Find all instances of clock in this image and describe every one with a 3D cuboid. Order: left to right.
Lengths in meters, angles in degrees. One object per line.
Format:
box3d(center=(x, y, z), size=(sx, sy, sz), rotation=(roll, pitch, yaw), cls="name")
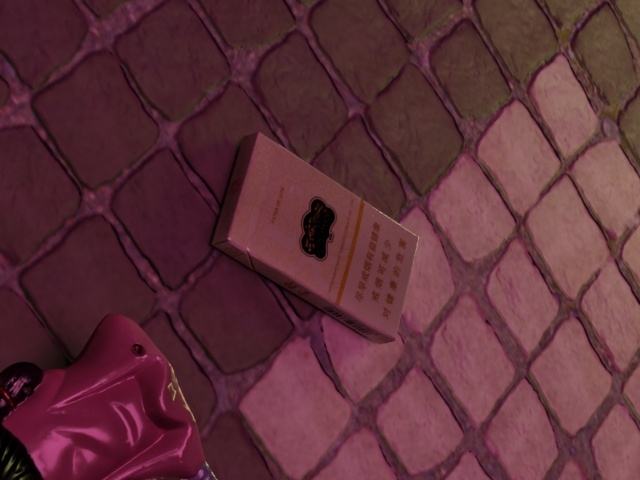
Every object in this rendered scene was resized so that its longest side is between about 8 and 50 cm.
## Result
box3d(center=(-0.158, 0.165, 1.022), size=(0.195, 0.100, 0.194), rotation=(-25, 96, -34), cls="clock")

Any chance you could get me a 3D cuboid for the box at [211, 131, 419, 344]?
box3d(center=(0.000, 0.000, 1.251), size=(0.167, 0.024, 0.090), rotation=(32, 60, -32), cls="box")
